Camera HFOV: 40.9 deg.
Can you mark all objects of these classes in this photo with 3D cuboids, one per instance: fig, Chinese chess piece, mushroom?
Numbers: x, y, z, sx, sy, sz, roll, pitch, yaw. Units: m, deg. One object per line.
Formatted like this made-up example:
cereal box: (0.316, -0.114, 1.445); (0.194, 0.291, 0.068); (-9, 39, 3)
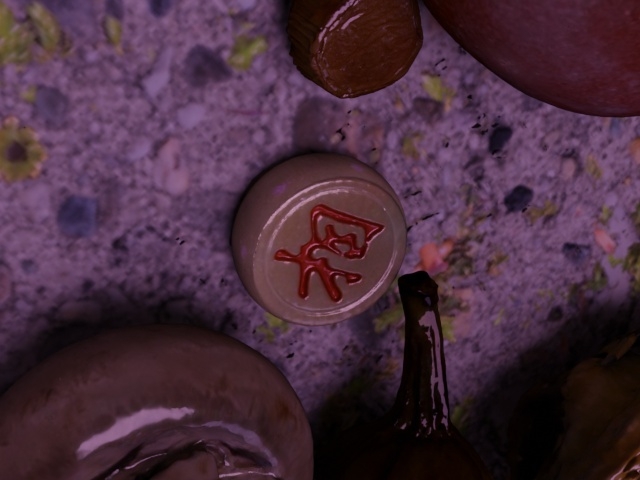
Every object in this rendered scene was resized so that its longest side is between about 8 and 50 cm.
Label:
fig: (0.042, 0.184, 0.614); (0.191, 0.190, 0.290); (-21, 125, -14)
Chinese chess piece: (0.000, 0.000, 0.586); (0.122, 0.051, 0.122); (-11, 119, -20)
mushroom: (-0.107, 0.163, 0.544); (0.227, 0.178, 0.226); (-17, 128, -23)

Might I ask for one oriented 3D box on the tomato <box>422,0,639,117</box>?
tomato: (0.181, -0.198, 0.464); (0.270, 0.227, 0.270); (-12, 119, -23)

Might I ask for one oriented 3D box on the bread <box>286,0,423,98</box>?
bread: (0.018, -0.131, 0.528); (0.085, 0.053, 0.085); (-18, 132, -21)

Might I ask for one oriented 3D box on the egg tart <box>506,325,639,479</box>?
egg tart: (0.235, 0.179, 0.734); (0.297, 0.132, 0.297); (-37, 146, -31)
